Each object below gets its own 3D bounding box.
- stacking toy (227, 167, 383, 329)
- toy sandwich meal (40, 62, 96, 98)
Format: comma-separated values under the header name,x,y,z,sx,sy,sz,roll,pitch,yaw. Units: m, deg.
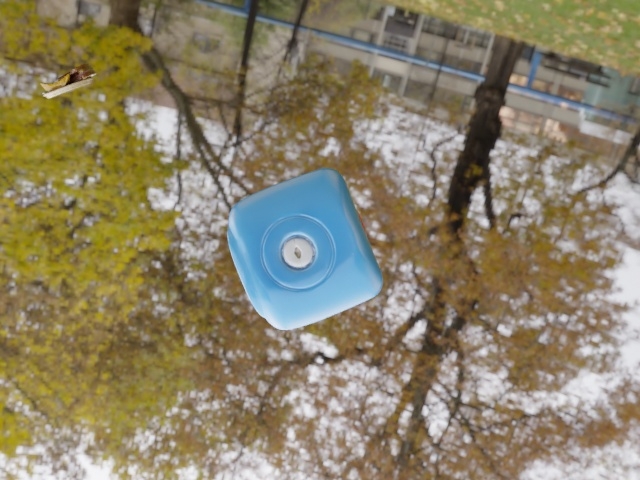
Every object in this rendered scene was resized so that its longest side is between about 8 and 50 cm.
name,x,y,z,sx,sy,sz,roll,pitch,yaw
stacking toy,0.000,0.000,1.189,0.166,0.175,0.302,-21,-178,12
toy sandwich meal,-0.377,-0.237,1.298,0.086,0.029,0.085,-20,-167,5
